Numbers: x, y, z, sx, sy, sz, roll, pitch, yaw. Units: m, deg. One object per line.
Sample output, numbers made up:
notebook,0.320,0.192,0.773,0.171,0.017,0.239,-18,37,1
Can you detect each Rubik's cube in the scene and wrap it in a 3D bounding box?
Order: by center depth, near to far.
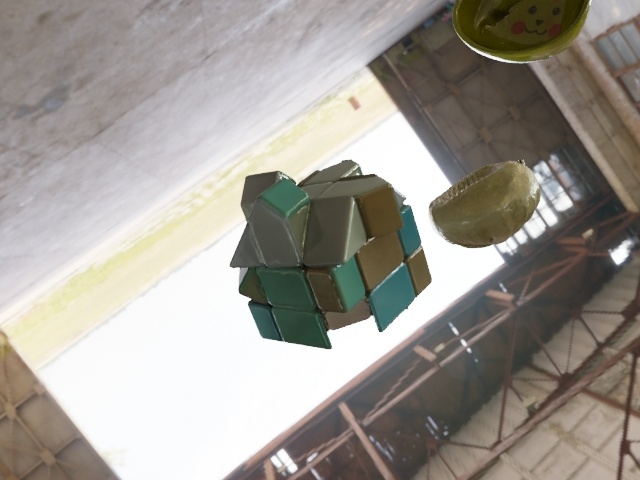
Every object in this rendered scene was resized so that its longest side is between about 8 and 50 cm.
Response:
Rubik's cube,0.000,0.000,0.854,0.265,0.212,0.224,-1,-152,42

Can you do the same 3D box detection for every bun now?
bun,0.368,-0.067,1.466,0.259,0.159,0.259,-31,-175,3

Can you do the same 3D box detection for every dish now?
dish,0.349,-0.391,1.063,0.221,0.108,0.262,20,-96,37
